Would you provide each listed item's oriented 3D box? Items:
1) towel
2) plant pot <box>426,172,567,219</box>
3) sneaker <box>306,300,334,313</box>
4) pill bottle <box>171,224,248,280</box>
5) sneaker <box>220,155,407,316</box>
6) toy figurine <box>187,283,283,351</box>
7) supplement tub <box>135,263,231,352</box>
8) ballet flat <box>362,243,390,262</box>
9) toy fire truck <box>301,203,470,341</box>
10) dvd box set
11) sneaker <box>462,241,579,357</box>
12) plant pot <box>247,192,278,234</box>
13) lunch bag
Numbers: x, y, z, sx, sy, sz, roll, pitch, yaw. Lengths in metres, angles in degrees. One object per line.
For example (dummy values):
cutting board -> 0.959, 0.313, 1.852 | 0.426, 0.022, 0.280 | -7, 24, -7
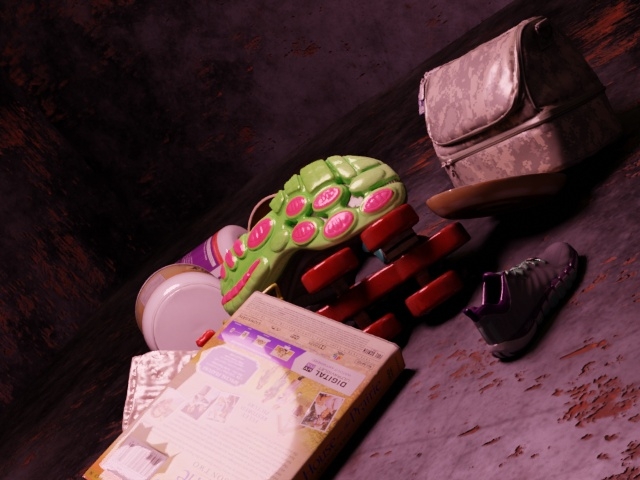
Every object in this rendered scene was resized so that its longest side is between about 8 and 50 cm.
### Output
towel -> -0.182, 0.267, 1.619 | 0.282, 0.049, 0.187 | 0, 52, 3
plant pot -> 0.295, -0.069, 1.648 | 0.236, 0.032, 0.236 | -9, -7, -1
sneaker -> 0.002, 0.137, 1.967 | 0.152, 0.053, 0.061 | -43, 11, -13
pill bottle -> -0.302, 0.110, 2.611 | 0.323, 0.181, 0.181 | -34, 14, 23
sneaker -> 0.000, 0.000, 1.840 | 0.483, 0.202, 0.185 | -36, 53, 41
toy figurine -> -0.185, 0.255, 1.826 | 0.362, 0.191, 0.217 | -44, 9, -21
supplement tub -> -0.304, 0.179, 2.287 | 0.228, 0.228, 0.316 | -42, 13, -8
ballet flat -> 0.129, 0.001, 2.053 | 0.070, 0.070, 0.188 | -41, 16, -4
toy fire truck -> 0.123, 0.062, 1.694 | 0.302, 0.169, 0.254 | -36, -5, 14
dvd box set -> -0.111, 0.274, 1.491 | 0.308, 0.062, 0.420 | 17, 52, 36
sneaker -> 0.280, 0.056, 1.361 | 0.083, 0.098, 0.223 | -23, 21, 51
plant pot -> 0.008, -0.032, 2.208 | 0.237, 0.237, 0.254 | -28, 3, 41
lunch bag -> 0.331, -0.229, 1.732 | 0.213, 0.256, 0.305 | -26, 2, -33
